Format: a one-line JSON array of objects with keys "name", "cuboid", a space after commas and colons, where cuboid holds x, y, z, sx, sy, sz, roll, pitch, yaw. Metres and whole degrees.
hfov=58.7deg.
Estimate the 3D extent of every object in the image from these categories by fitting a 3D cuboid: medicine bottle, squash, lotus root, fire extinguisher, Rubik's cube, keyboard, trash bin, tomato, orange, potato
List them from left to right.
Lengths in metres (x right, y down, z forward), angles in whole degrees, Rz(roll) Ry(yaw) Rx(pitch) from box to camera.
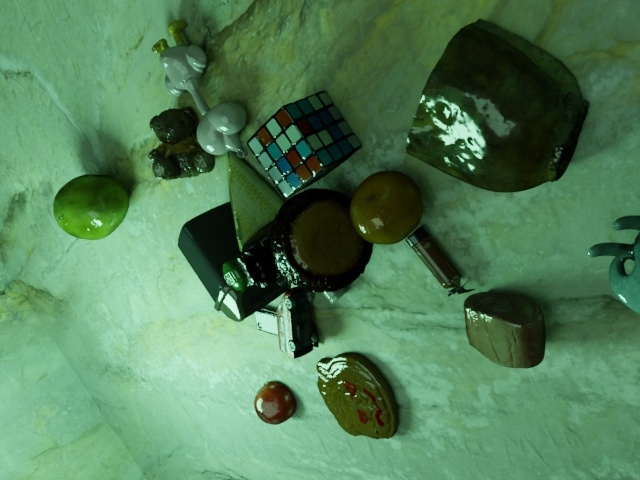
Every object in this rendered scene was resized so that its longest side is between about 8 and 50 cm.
[{"name": "potato", "cuboid": [-0.743, -0.111, 1.858, 0.304, 0.216, 0.216, -12, 107, 33]}, {"name": "squash", "cuboid": [-0.223, -0.105, 1.466, 0.252, 0.169, 0.093, 45, 157, 11]}, {"name": "trash bin", "cuboid": [-0.230, 0.058, 1.522, 0.290, 0.209, 0.182, 51, 148, 11]}, {"name": "tomato", "cuboid": [-0.157, 0.531, 1.825, 0.139, 0.091, 0.159, 47, 133, 6]}, {"name": "keyboard", "cuboid": [-0.102, 0.251, 1.657, 0.230, 0.025, 0.094, 10, 119, 35]}, {"name": "Rubik's cube", "cuboid": [-0.035, -0.207, 1.239, 0.155, 0.151, 0.154, -32, 92, 45]}, {"name": "medicine bottle", "cuboid": [0.022, 0.109, 1.444, 0.091, 0.058, 0.058, 51, 136, 4]}, {"name": "orange", "cuboid": [0.140, -0.065, 1.186, 0.158, 0.159, 0.136, 0, 158, 40]}, {"name": "fire extinguisher", "cuboid": [0.257, 0.050, 1.222, 0.062, 0.050, 0.177, -39, 88, 7]}, {"name": "lotus root", "cuboid": [0.300, -0.187, 0.976, 0.260, 0.149, 0.267, 37, 136, 19]}]

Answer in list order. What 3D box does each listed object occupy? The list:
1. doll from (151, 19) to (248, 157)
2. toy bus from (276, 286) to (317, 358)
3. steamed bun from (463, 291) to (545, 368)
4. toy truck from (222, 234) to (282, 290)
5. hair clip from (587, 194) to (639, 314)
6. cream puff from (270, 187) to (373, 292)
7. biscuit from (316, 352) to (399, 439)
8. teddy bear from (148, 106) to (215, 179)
[{"name": "doll", "cuboid": [-0.293, -0.356, 1.409, 0.160, 0.094, 0.365, -33, 93, 37]}, {"name": "toy bus", "cuboid": [-0.071, 0.217, 1.555, 0.089, 0.081, 0.195, 11, 110, 46]}, {"name": "steamed bun", "cuboid": [0.378, 0.180, 1.162, 0.175, 0.106, 0.145, 15, 130, 50]}, {"name": "toy truck", "cuboid": [-0.121, 0.036, 1.393, 0.125, 0.242, 0.101, -15, 105, 56]}, {"name": "hair clip", "cuboid": [0.566, 0.015, 0.788, 0.238, 0.391, 0.318, 60, 144, 32]}, {"name": "cream puff", "cuboid": [0.000, 0.000, 1.291, 0.239, 0.239, 0.165, 56, 167, -1]}, {"name": "biscuit", "cuboid": [0.098, 0.437, 1.587, 0.257, 0.049, 0.273, -13, 104, 44]}, {"name": "teddy bear", "cuboid": [-0.374, -0.258, 1.520, 0.177, 0.140, 0.190, -15, 97, 1]}]
